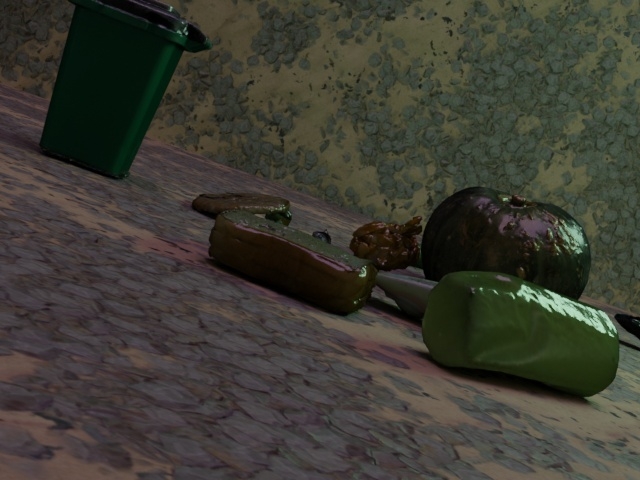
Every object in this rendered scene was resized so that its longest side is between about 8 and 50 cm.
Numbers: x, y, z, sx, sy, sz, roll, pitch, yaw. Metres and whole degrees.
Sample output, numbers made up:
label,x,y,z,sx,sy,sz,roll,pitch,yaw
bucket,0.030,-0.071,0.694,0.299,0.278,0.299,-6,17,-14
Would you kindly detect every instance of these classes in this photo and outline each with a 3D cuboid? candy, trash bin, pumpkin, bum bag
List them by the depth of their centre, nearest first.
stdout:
label,x,y,z,sx,sy,sz,roll,pitch,yaw
candy,0.296,0.135,1.438,0.343,0.142,0.132,15,21,-37
pumpkin,0.372,0.037,2.014,0.291,0.257,0.327,-3,20,-40
candy,-0.089,-0.028,2.118,0.061,0.061,0.202,19,14,-8
trash bin,-0.428,-0.336,2.152,0.295,0.381,0.259,21,6,-5
candy,0.000,0.000,2.154,0.043,0.045,0.175,5,4,5
bum bag,0.889,0.268,2.540,0.310,0.074,0.137,28,-4,16

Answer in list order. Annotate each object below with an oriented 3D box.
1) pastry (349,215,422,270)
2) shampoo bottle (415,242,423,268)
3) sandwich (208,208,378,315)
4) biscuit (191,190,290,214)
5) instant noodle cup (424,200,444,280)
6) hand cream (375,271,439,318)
label,x,y,z,sx,sy,sz,roll,pitch,yaw
pastry,0.143,0.012,2.071,0.154,0.102,0.250,-8,-5,8
shampoo bottle,0.236,0.035,2.567,0.204,0.065,0.065,16,7,-36
sandwich,-0.041,0.028,1.547,0.251,0.087,0.226,21,7,9
biscuit,-0.169,-0.079,2.124,0.220,0.033,0.220,1,11,0
instant noodle cup,0.363,0.039,2.302,0.250,0.192,0.250,20,5,-2
hand cream,0.217,0.108,1.648,0.306,0.093,0.147,21,-3,25
